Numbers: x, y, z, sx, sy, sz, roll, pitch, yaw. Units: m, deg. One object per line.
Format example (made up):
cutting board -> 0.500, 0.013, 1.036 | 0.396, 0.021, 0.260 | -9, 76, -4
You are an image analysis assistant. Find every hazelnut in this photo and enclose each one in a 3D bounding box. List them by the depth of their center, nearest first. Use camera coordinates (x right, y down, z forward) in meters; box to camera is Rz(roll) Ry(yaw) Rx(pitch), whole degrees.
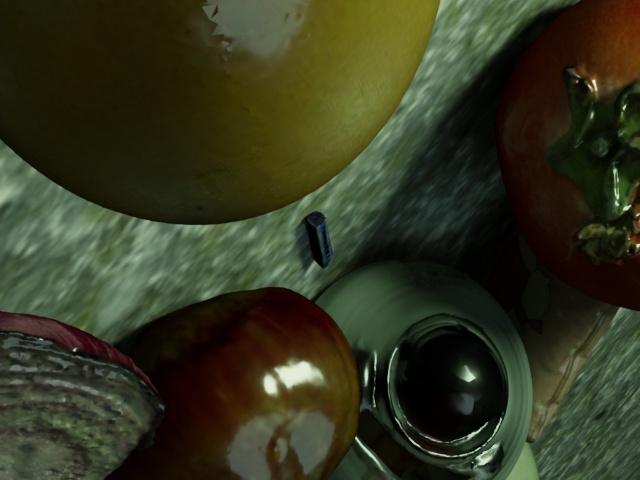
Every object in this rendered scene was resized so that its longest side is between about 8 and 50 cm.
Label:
hazelnut -> -0.079, 0.158, 1.343 | 0.251, 0.217, 0.217 | -40, 153, -3

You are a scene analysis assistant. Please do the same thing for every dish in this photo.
dish -> 0.114, 0.146, 1.480 | 0.273, 0.273, 0.134 | -28, -176, -26

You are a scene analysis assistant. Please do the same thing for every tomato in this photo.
tomato -> 0.335, -0.085, 1.426 | 0.321, 0.321, 0.321 | -32, 151, -20

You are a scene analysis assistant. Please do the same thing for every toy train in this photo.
toy train -> 0.000, 0.000, 1.423 | 0.017, 0.017, 0.083 | -42, 154, -17

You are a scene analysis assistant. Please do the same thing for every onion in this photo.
onion -> -0.271, 0.128, 1.165 | 0.247, 0.111, 0.250 | 25, 123, -37

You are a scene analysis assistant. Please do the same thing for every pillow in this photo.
pillow -> 0.242, 0.067, 1.643 | 0.084, 0.236, 0.223 | 13, 126, -25

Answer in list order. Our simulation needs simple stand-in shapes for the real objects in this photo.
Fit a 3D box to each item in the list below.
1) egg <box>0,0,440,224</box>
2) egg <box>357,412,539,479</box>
egg -> -0.073, -0.155, 0.801 | 0.282, 0.282, 0.351 | -36, 150, -12
egg -> 0.115, 0.296, 1.724 | 0.278, 0.278, 0.336 | -40, 151, -5
